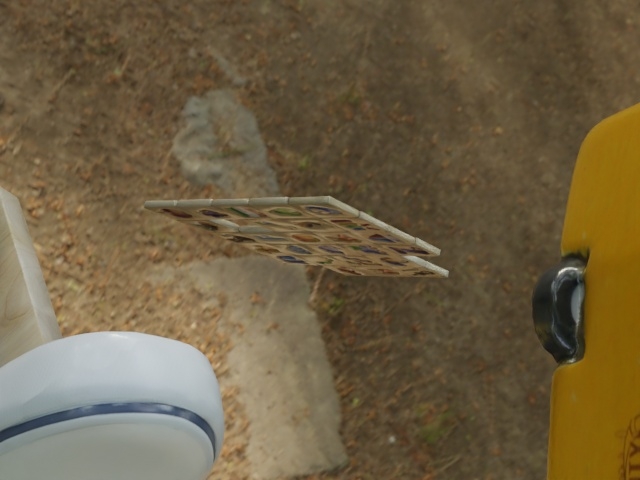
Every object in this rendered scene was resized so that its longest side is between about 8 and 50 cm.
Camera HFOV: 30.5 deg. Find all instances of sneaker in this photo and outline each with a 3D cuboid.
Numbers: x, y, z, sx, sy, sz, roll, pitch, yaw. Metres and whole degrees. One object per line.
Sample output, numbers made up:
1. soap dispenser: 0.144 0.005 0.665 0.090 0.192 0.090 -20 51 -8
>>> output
1. sneaker: -0.103 0.129 0.428 0.094 0.258 0.091 10 48 -26

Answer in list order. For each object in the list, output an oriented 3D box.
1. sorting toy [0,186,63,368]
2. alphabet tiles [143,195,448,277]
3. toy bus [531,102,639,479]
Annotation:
1. sorting toy: -0.316 0.096 0.835 0.089 0.257 0.255 40 11 -40
2. alphabet tiles: 0.000 0.000 1.008 0.237 0.198 0.009 23 72 -49
3. toy bus: 0.167 0.094 0.487 0.130 0.108 0.332 18 68 -30
